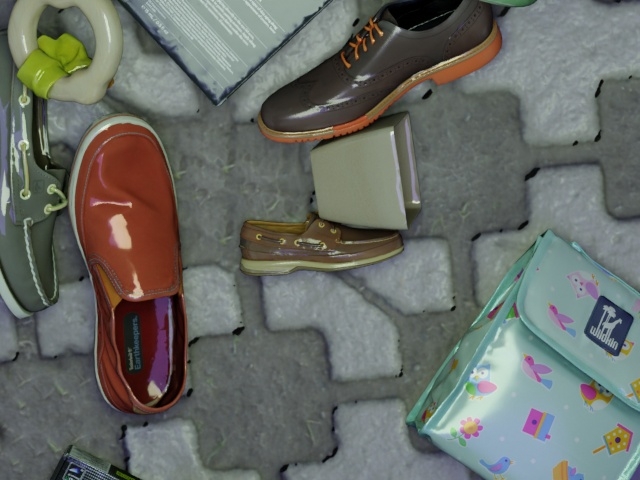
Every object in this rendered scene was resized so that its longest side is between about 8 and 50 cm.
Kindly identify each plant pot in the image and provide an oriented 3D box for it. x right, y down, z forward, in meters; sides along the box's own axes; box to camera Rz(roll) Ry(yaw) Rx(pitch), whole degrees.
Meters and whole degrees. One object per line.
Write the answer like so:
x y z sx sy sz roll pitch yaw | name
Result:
0.046 -0.070 1.864 0.096 0.109 0.109 -5 102 12 | plant pot

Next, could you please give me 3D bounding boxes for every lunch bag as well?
0.253 0.150 1.879 0.223 0.160 0.262 35 87 -3 | lunch bag

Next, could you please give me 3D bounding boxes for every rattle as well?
-0.228 -0.242 1.783 0.130 0.142 0.200 16 108 37 | rattle

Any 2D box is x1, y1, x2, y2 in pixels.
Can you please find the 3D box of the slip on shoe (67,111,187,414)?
-0.190 0.030 1.861 0.123 0.101 0.331 -10 105 -28 | slip on shoe

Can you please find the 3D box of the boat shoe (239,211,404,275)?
0.000 0.000 1.894 0.178 0.064 0.060 -4 102 3 | boat shoe

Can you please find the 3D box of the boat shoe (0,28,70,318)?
-0.311 -0.070 1.857 0.091 0.109 0.305 -9 97 6 | boat shoe

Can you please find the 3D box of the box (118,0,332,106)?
-0.125 -0.297 1.819 0.184 0.103 0.261 -41 98 10 | box

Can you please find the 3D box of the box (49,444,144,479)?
-0.236 0.348 1.967 0.190 0.045 0.184 28 98 -5 | box

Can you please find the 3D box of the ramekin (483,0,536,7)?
0.113 -0.344 1.719 0.303 0.303 0.148 22 107 -4 | ramekin

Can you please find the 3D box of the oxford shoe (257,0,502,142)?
0.051 -0.191 1.828 0.271 0.097 0.098 -27 136 -4 | oxford shoe
